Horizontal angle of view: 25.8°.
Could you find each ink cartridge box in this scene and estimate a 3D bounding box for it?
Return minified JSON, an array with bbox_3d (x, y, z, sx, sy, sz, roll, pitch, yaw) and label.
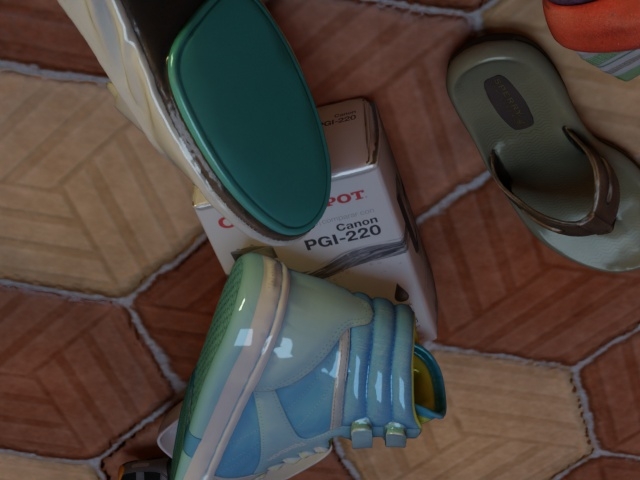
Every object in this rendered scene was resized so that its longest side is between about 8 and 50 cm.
[{"bbox_3d":[0.000,0.000,1.188,0.159,0.092,0.218,-13,131,11],"label":"ink cartridge box"}]

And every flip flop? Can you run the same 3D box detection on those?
[{"bbox_3d":[0.195,-0.056,1.146,0.112,0.080,0.277,-25,129,21],"label":"flip flop"}]

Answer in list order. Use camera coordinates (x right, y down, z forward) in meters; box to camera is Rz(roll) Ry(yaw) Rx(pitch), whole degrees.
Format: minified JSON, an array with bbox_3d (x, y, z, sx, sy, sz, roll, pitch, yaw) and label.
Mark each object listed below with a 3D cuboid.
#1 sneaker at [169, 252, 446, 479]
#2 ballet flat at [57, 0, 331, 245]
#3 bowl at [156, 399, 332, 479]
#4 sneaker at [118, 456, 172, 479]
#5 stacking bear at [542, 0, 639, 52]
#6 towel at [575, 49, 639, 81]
[{"bbox_3d":[-0.012,0.160,1.193,0.208,0.127,0.319,13,134,-10],"label":"sneaker"},{"bbox_3d":[-0.126,-0.164,1.004,0.139,0.139,0.400,-22,122,18],"label":"ballet flat"},{"bbox_3d":[-0.076,0.184,1.387,0.142,0.053,0.142,-32,127,26],"label":"bowl"},{"bbox_3d":[-0.175,0.306,1.488,0.083,0.084,0.214,5,124,-3],"label":"sneaker"},{"bbox_3d":[0.145,-0.276,0.890,0.164,0.175,0.289,-17,125,38],"label":"stacking bear"},{"bbox_3d":[0.250,-0.162,1.037,0.113,0.023,0.152,-26,165,23],"label":"towel"}]
